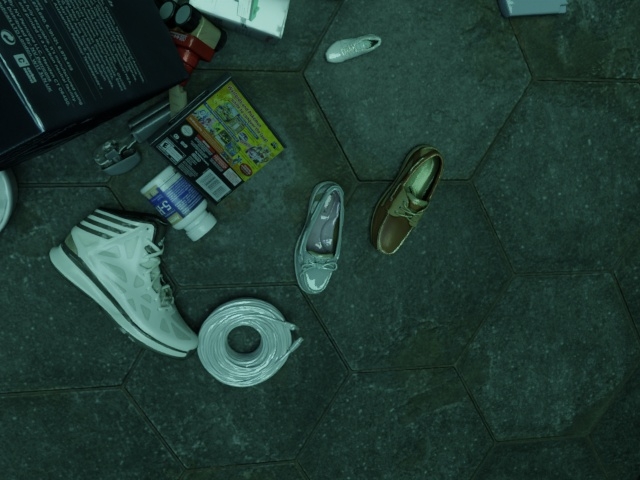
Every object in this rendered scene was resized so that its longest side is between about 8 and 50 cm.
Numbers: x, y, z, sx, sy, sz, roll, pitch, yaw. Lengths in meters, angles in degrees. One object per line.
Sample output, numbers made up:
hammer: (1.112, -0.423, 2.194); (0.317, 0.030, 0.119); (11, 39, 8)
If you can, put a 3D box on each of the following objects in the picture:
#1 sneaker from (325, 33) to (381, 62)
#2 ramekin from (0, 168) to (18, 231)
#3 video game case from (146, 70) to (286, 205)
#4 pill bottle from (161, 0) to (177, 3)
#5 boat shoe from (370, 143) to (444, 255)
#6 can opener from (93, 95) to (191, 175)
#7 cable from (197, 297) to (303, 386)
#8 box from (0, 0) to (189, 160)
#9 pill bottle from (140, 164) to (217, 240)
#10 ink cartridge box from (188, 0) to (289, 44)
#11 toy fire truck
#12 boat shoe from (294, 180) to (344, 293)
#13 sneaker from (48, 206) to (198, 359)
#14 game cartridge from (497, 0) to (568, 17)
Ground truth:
sneaker: (0.085, -0.499, 1.460); (0.152, 0.061, 0.053); (-20, 108, -3)
ramekin: (-0.864, -0.118, 1.355); (0.273, 0.127, 0.272); (-2, 103, -9)
video game case: (-0.246, -0.240, 1.404); (0.248, 0.035, 0.275); (-40, 141, 2)
pill bottle: (-0.337, -0.687, 1.296); (0.146, 0.146, 0.264); (17, 100, -13)
boat shoe: (0.237, -0.110, 1.549); (0.123, 0.120, 0.324); (21, 99, -14)
can opener: (-0.441, -0.266, 1.434); (0.283, 0.076, 0.095); (-32, 139, -1)
cable: (-0.211, 0.280, 1.586); (0.257, 0.089, 0.257); (37, 96, -15)
box: (-0.604, -0.313, 1.091); (0.480, 0.472, 0.297); (-18, 110, 25)
pill bottle: (-0.358, -0.094, 1.456); (0.112, 0.112, 0.186); (-40, 106, 1)
ink cartridge box: (-0.193, -0.550, 1.348); (0.219, 0.160, 0.092); (14, 101, -14)
toy fire truck: (-0.349, -0.410, 1.326); (0.158, 0.217, 0.246); (23, 93, -57)
boat shoe: (0.003, -0.001, 1.545); (0.118, 0.103, 0.320); (11, 101, -12)
sneaker: (-0.438, 0.092, 1.451); (0.447, 0.169, 0.257); (43, 95, -11)
game cartridge: (0.552, -0.744, 1.485); (0.196, 0.060, 0.294); (-7, 105, -12)
